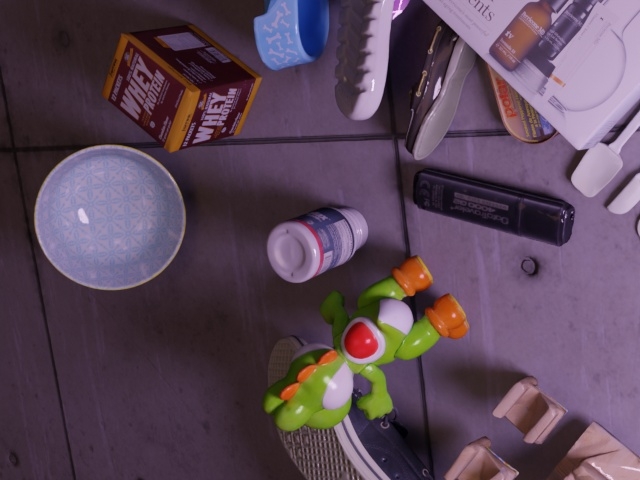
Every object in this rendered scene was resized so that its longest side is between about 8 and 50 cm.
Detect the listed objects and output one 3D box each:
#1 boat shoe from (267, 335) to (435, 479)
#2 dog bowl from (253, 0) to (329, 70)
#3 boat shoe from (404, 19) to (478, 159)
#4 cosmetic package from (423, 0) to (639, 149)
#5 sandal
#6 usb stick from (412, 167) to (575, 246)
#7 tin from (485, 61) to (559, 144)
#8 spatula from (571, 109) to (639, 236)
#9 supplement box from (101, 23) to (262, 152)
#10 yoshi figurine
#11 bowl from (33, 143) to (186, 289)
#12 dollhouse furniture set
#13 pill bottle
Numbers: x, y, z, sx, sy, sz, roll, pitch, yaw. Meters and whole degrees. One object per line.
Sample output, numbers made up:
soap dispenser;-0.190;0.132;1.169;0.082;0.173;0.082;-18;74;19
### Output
boat shoe;0.066;0.375;1.997;0.500;0.156;0.187;51;131;30
dog bowl;-0.045;-0.430;1.825;0.074;0.166;0.297;5;107;23
boat shoe;0.183;-0.241;1.764;0.068;0.081;0.228;34;114;27
cosmetic package;0.342;-0.360;1.573;0.377;0.097;0.284;47;114;15
sandal;0.107;-0.396;1.751;0.169;0.102;0.416;-141;60;-61
usb stick;0.274;-0.056;1.773;0.278;0.045;0.077;16;120;31
tin;0.317;-0.242;1.690;0.106;0.040;0.190;-14;95;34
spatula;0.493;-0.124;1.608;0.168;0.019;0.242;45;125;18
supplement box;-0.251;-0.279;1.993;0.191;0.194;0.129;39;124;20
yoshi figurine;0.065;0.195;1.869;0.203;0.362;0.203;56;175;-29
bowl;-0.419;-0.057;2.190;0.156;0.289;0.289;-136;40;-72
dollhouse furniture set;0.375;0.478;1.800;0.362;0.256;0.394;40;103;19
pill bottle;0.000;0.000;1.904;0.108;0.180;0.108;11;110;33
